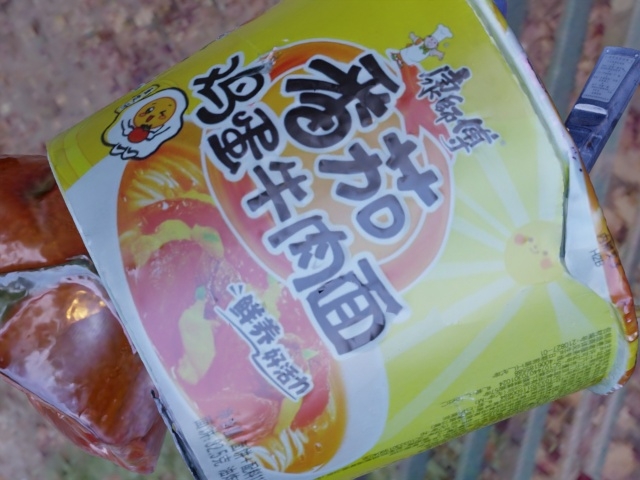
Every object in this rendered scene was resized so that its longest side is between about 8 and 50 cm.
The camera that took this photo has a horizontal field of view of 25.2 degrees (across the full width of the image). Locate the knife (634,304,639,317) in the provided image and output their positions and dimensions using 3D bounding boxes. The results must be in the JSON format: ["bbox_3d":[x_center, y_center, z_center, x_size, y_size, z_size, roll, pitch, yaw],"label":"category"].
[{"bbox_3d":[0.317,0.077,1.507,0.256,0.046,0.022,172,88,-69],"label":"knife"}]

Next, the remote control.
[{"bbox_3d":[0.220,-0.094,1.179,0.043,0.152,0.027,14,157,48],"label":"remote control"}]

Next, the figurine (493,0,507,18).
[{"bbox_3d":[0.166,-0.216,1.508,0.077,0.079,0.136,124,142,-59],"label":"figurine"}]

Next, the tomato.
[{"bbox_3d":[-0.191,0.027,1.008,0.309,0.170,0.309,36,170,7],"label":"tomato"}]

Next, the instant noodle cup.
[{"bbox_3d":[0.000,0.000,0.692,0.264,0.200,0.264,64,175,10],"label":"instant noodle cup"}]
